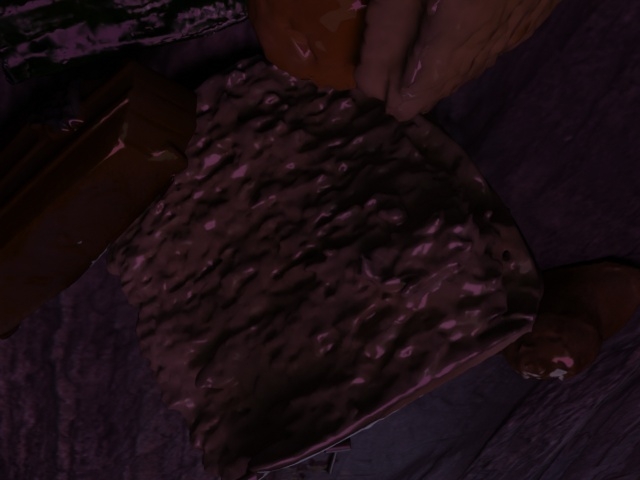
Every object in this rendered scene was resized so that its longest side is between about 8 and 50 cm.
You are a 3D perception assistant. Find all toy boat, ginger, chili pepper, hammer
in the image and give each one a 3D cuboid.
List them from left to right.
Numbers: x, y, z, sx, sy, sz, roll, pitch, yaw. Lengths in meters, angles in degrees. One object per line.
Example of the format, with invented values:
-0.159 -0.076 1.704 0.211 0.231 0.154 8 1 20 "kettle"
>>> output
-0.210 -0.031 0.625 0.089 0.115 0.310 19 133 -42 "toy boat"
-0.101 -0.163 0.540 0.226 0.059 0.088 -14 137 0 "chili pepper"
0.017 0.297 1.171 0.035 0.019 0.110 -4 146 -10 "hammer"
0.278 0.090 0.908 0.193 0.123 0.115 -21 121 3 "ginger"

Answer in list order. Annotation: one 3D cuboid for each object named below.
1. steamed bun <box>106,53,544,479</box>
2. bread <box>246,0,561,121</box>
0.000 0.000 0.648 0.290 0.272 0.273 -26 174 19 "steamed bun"
0.084 -0.254 0.355 0.236 0.165 0.375 -44 156 -36 "bread"
